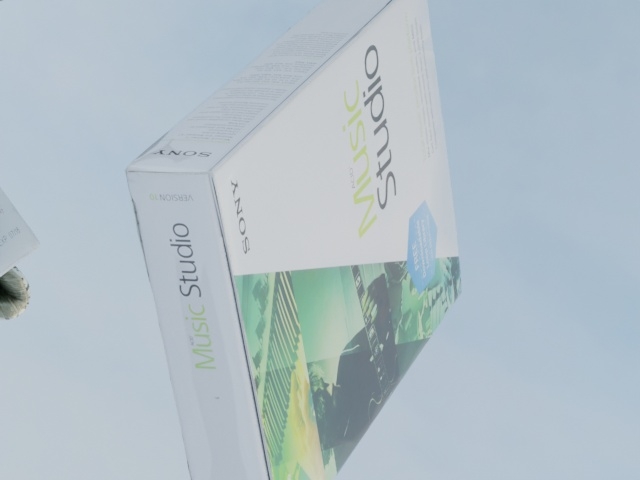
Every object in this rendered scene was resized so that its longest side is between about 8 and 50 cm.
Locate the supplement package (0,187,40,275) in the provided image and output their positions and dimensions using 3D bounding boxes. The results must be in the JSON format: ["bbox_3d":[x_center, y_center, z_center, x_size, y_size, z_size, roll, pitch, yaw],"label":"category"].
[{"bbox_3d":[-0.304,0.022,1.242,0.179,0.105,0.105,-33,-83,22],"label":"supplement package"}]

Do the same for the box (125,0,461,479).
[{"bbox_3d":[0.000,0.000,1.073,0.058,0.322,0.232,3,-63,25],"label":"box"}]

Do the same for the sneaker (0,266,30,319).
[{"bbox_3d":[-0.421,-0.008,1.581,0.410,0.158,0.182,13,4,-41],"label":"sneaker"}]
